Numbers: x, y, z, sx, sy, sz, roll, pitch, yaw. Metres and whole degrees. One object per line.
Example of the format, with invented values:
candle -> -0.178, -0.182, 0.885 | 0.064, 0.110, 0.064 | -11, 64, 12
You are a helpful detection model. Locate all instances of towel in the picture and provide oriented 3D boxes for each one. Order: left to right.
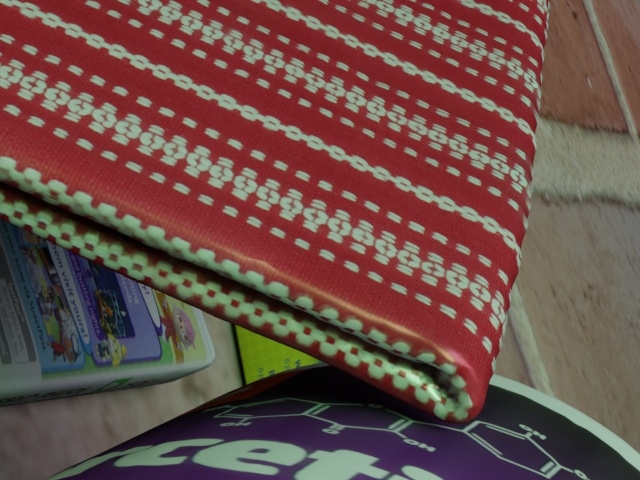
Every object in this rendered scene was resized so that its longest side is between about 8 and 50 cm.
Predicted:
towel -> -0.036, -0.066, 0.478 | 0.199, 0.031, 0.275 | 24, 29, -3

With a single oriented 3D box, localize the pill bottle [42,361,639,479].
pill bottle -> -0.009, 0.124, 0.364 | 0.181, 0.181, 0.323 | 69, 19, 1

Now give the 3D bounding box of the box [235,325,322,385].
box -> 0.000, 0.000, 0.715 | 0.105, 0.043, 0.179 | 33, 39, -59

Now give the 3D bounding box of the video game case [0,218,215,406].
video game case -> -0.109, -0.057, 0.517 | 0.193, 0.023, 0.212 | 1, 68, -68
